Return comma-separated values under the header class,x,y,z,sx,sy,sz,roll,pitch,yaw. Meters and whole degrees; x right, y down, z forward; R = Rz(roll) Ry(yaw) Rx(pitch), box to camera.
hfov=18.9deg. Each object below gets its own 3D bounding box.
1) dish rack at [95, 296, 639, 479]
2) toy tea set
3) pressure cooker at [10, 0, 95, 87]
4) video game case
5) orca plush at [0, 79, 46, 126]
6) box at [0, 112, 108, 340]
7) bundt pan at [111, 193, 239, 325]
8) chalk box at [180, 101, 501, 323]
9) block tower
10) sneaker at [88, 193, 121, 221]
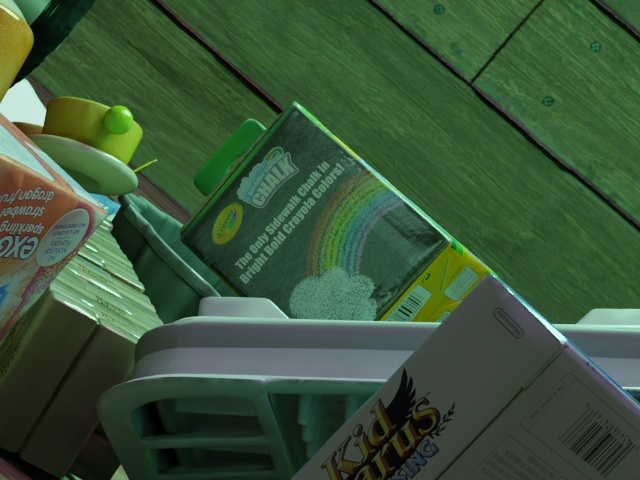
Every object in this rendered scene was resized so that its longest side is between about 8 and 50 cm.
class,x,y,z,sx,sy,sz,roll,pitch,yaw
dish rack,0.062,0.106,1.052,0.333,0.072,0.285,2,-27,6
toy tea set,-0.243,-0.101,1.427,0.200,0.124,0.336,24,-18,-19
pressure cooker,-0.386,-0.339,1.526,0.420,0.370,0.375,35,3,-35
video game case,0.067,0.168,0.876,0.061,0.244,0.269,45,4,41
orca plush,-0.398,-0.154,1.956,0.287,0.102,0.151,28,53,-31
box,-0.277,-0.067,0.981,0.300,0.142,0.154,41,2,20
bundt pan,-0.060,0.114,1.425,0.331,0.124,0.331,41,1,-1
chalk box,0.000,0.000,1.390,0.213,0.132,0.132,43,3,28
block tower,-0.168,0.046,1.194,0.091,0.097,0.335,31,7,-19
sneaker,-0.218,-0.001,1.838,0.126,0.091,0.240,23,0,7
